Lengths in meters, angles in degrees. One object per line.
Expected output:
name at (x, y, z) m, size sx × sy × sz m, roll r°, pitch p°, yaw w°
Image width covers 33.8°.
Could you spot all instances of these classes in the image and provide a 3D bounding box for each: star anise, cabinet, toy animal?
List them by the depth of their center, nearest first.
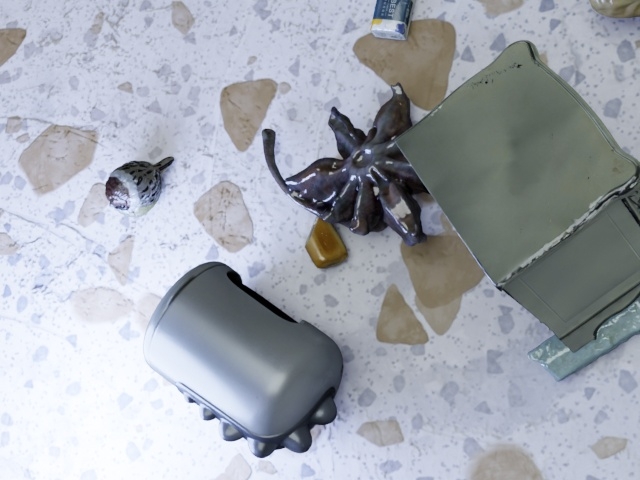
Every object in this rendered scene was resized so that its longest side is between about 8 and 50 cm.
cabinet at (0.321, -0.051, 1.452) m, size 0.227 × 0.318 × 0.290 m, roll -40°, pitch 52°, yaw 12°
star anise at (0.086, -0.118, 1.703) m, size 0.316 × 0.139 × 0.359 m, roll -28°, pitch 56°, yaw 6°
toy animal at (-0.322, -0.105, 1.862) m, size 0.137 × 0.098 × 0.098 m, roll -47°, pitch 68°, yaw 6°

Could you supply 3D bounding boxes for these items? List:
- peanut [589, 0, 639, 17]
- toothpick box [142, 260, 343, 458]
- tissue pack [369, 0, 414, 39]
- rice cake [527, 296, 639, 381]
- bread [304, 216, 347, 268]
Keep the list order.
peanut at (0.543, -0.433, 1.571) m, size 0.313 × 0.149 × 0.149 m, roll -22°, pitch 73°, yaw 12°
toothpick box at (-0.110, 0.202, 1.657) m, size 0.316 × 0.229 × 0.229 m, roll 33°, pitch 93°, yaw 22°
tissue pack at (0.122, -0.385, 1.773) m, size 0.062 × 0.042 × 0.083 m, roll 11°, pitch 84°, yaw 25°
rice cake at (0.411, 0.137, 1.552) m, size 0.206 × 0.063 × 0.069 m, roll -37°, pitch 72°, yaw 12°
bread at (-0.001, -0.001, 1.741) m, size 0.062 × 0.049 × 0.103 m, roll -23°, pitch 68°, yaw -20°
